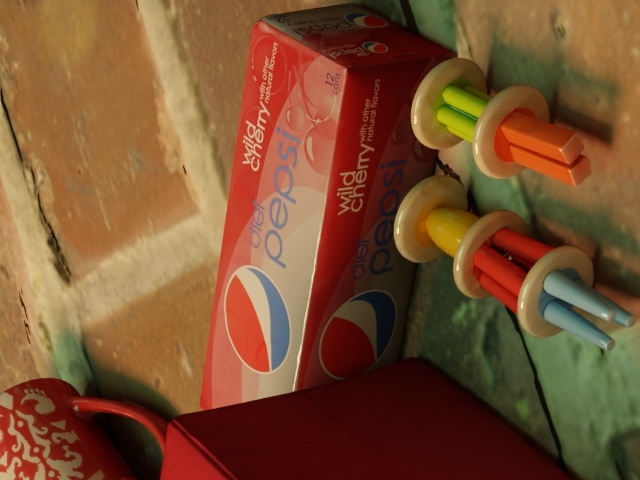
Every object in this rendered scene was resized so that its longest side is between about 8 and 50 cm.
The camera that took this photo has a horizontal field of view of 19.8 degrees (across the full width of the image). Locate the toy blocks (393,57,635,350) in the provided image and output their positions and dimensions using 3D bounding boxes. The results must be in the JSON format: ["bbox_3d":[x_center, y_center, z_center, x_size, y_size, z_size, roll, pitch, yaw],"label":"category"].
[{"bbox_3d":[0.109,-0.016,0.961,0.148,0.054,0.123,32,124,43],"label":"toy blocks"}]

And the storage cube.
[{"bbox_3d":[0.029,0.201,1.016,0.193,0.183,0.215,37,127,42],"label":"storage cube"}]

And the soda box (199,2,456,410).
[{"bbox_3d":[0.000,0.000,1.080,0.092,0.083,0.263,33,125,42],"label":"soda box"}]

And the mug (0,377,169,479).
[{"bbox_3d":[-0.169,0.181,1.348,0.169,0.150,0.113,52,172,36],"label":"mug"}]
